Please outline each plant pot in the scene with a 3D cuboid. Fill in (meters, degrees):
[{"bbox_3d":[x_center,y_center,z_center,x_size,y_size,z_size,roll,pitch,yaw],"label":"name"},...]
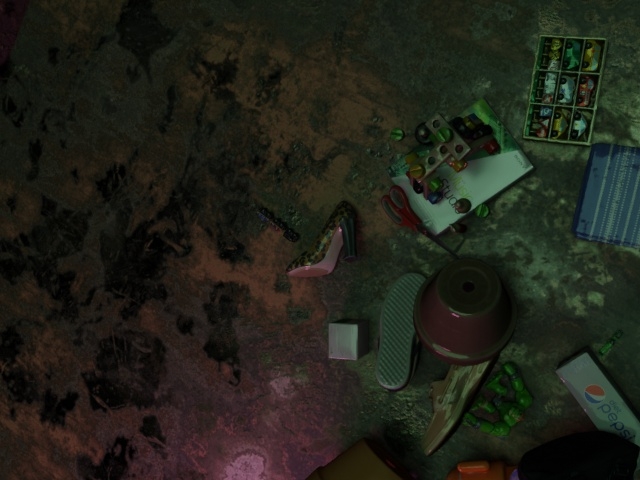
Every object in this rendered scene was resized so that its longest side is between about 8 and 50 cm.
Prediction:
[{"bbox_3d":[0.352,0.152,1.604,0.263,0.229,0.263,-4,65,9],"label":"plant pot"},{"bbox_3d":[0.123,0.665,1.741,0.291,0.291,0.203,39,88,18],"label":"plant pot"}]

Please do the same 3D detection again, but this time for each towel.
[{"bbox_3d":[0.798,-0.093,1.575,0.336,0.040,0.243,12,94,20],"label":"towel"}]

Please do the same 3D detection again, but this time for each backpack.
[{"bbox_3d":[0.569,0.637,1.521,0.290,0.273,0.355,-13,98,-20],"label":"backpack"}]

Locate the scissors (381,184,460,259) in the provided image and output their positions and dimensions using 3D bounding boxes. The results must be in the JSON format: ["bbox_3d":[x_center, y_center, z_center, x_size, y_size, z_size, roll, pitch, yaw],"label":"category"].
[{"bbox_3d":[0.266,-0.029,1.754,0.297,0.021,0.109,50,145,22],"label":"scissors"}]

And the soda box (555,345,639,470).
[{"bbox_3d":[0.693,0.401,1.582,0.091,0.098,0.286,-39,76,20],"label":"soda box"}]

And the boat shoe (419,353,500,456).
[{"bbox_3d":[0.343,0.402,1.725,0.110,0.122,0.341,31,92,24],"label":"boat shoe"}]

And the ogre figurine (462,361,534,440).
[{"bbox_3d":[0.464,0.418,1.679,0.118,0.197,0.097,40,149,5],"label":"ogre figurine"}]

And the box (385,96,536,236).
[{"bbox_3d":[0.365,-0.187,1.737,0.322,0.058,0.232,-37,77,18],"label":"box"}]

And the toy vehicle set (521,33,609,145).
[{"bbox_3d":[0.610,-0.376,1.645,0.166,0.035,0.266,10,94,23],"label":"toy vehicle set"}]

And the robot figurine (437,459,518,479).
[{"bbox_3d":[0.416,0.639,1.685,0.219,0.158,0.128,-16,58,22],"label":"robot figurine"}]

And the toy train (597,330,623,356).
[{"bbox_3d":[0.712,0.254,1.613,0.017,0.024,0.083,42,105,17],"label":"toy train"}]

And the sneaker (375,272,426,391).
[{"bbox_3d":[0.218,0.250,1.777,0.126,0.127,0.321,13,71,16],"label":"sneaker"}]

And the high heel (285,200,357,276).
[{"bbox_3d":[0.000,0.000,1.897,0.261,0.093,0.186,-20,60,34],"label":"high heel"}]

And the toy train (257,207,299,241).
[{"bbox_3d":[-0.129,-0.046,1.963,0.158,0.027,0.036,38,115,17],"label":"toy train"}]

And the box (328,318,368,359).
[{"bbox_3d":[0.079,0.275,1.835,0.087,0.101,0.102,1,91,22],"label":"box"}]

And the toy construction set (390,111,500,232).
[{"bbox_3d":[0.306,-0.171,1.604,0.257,0.237,0.308,-16,85,22],"label":"toy construction set"}]
